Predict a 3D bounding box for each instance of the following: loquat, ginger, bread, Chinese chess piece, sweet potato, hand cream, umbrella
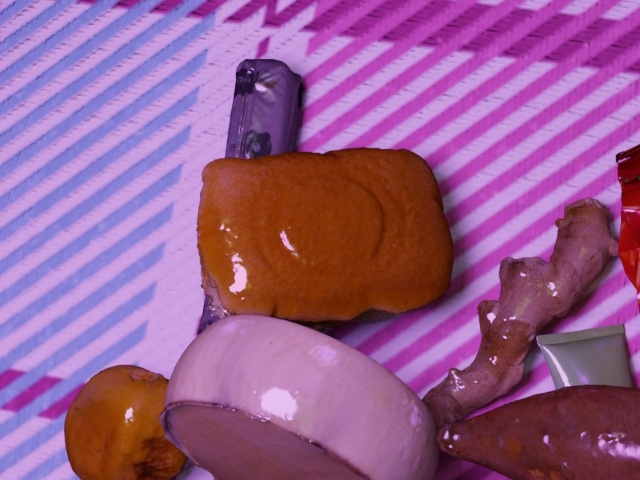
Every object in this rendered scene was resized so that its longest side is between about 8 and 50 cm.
[{"bbox_3d":[-0.184,0.187,1.727,0.137,0.113,0.137,2,100,10],"label":"loquat"},{"bbox_3d":[0.179,0.076,1.686,0.089,0.075,0.288,41,86,10],"label":"ginger"},{"bbox_3d":[0.000,0.000,1.681,0.245,0.121,0.174,-3,78,-15],"label":"bread"},{"bbox_3d":[-0.018,0.172,1.613,0.257,0.257,0.104,19,64,17],"label":"Chinese chess piece"},{"bbox_3d":[0.259,0.183,1.501,0.337,0.131,0.131,-6,76,21],"label":"sweet potato"},{"bbox_3d":[0.262,0.166,1.654,0.095,0.046,0.175,-7,71,-21],"label":"hand cream"},{"bbox_3d":[-0.073,-0.015,1.765,0.067,0.073,0.337,2,78,33],"label":"umbrella"}]

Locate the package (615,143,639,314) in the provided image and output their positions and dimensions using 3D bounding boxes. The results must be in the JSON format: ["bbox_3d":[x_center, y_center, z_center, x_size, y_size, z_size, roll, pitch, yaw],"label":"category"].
[{"bbox_3d":[0.383,0.100,1.603,0.196,0.123,0.423,-11,76,12],"label":"package"}]
